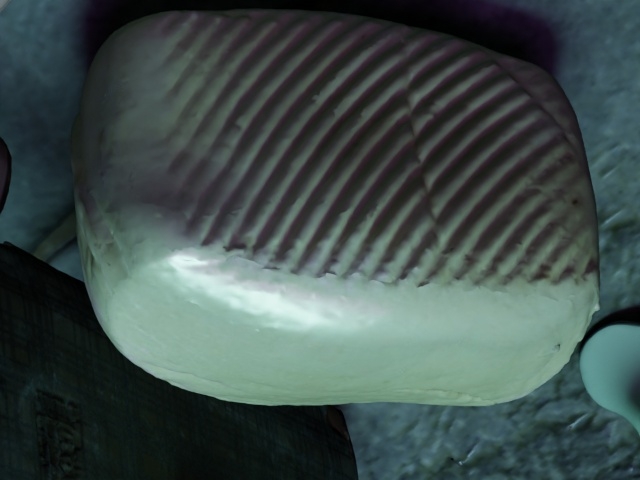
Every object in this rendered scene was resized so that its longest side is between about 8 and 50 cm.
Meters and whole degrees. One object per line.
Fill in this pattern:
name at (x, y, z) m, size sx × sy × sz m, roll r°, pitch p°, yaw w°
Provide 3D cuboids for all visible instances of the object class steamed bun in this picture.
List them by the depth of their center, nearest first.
steamed bun at (0.000, 0.000, 0.878) m, size 0.239 × 0.170 × 0.152 m, roll 5°, pitch 144°, yaw -16°

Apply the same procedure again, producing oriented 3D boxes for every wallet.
wallet at (-0.067, 0.111, 0.879) m, size 0.044 × 0.169 × 0.317 m, roll -20°, pitch 152°, yaw 23°

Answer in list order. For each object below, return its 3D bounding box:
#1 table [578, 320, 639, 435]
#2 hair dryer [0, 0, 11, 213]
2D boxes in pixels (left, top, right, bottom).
table at (0.243, 0.076, 0.989) m, size 0.198 × 0.166 × 0.166 m, roll -37°, pitch 125°, yaw 26°
hair dryer at (-0.151, -0.134, 0.796) m, size 0.344 × 0.107 × 0.189 m, roll -45°, pitch 123°, yaw 12°
